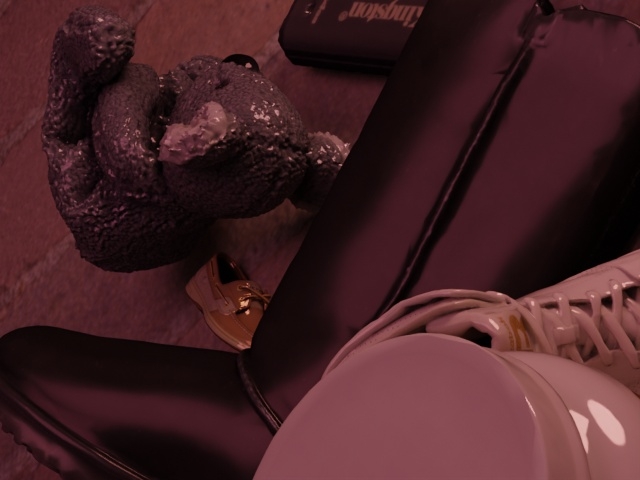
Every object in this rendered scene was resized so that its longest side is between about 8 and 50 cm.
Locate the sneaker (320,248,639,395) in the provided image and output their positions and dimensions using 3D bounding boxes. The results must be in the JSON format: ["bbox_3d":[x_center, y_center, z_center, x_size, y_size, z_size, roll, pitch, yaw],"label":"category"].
[{"bbox_3d":[0.141,0.066,1.079,0.293,0.169,0.108,-21,78,10],"label":"sneaker"}]

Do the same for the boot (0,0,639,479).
[{"bbox_3d":[0.002,0.001,1.286,0.367,0.146,0.445,30,94,22],"label":"boot"}]

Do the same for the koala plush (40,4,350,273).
[{"bbox_3d":[-0.090,-0.069,1.462,0.221,0.196,0.203,4,79,45],"label":"koala plush"}]

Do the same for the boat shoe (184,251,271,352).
[{"bbox_3d":[-0.063,0.050,1.457,0.045,0.050,0.135,-59,39,10],"label":"boat shoe"}]

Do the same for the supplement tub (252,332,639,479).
[{"bbox_3d":[0.131,0.190,0.955,0.228,0.316,0.228,-26,51,36],"label":"supplement tub"}]

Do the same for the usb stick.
[{"bbox_3d":[0.069,-0.161,1.445,0.278,0.045,0.077,13,78,50],"label":"usb stick"}]
